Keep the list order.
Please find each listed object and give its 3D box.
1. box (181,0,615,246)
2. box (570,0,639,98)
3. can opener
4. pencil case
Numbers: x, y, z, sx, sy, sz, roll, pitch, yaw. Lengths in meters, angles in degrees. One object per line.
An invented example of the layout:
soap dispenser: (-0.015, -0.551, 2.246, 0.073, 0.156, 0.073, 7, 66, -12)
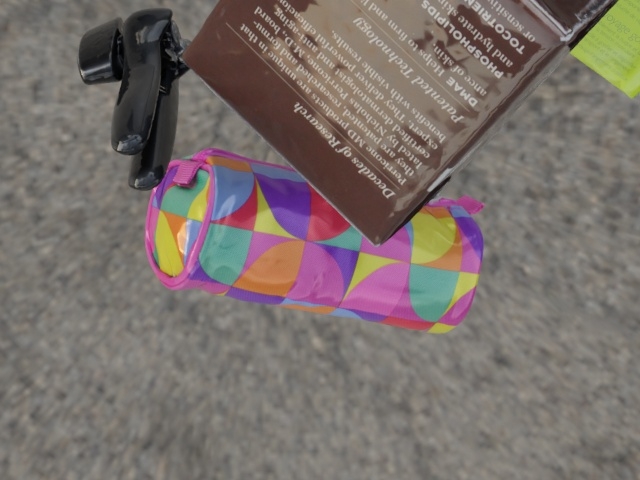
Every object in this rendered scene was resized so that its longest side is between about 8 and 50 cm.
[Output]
box: (0.062, -0.143, 0.934, 0.167, 0.168, 0.203, 43, 135, 3)
box: (0.225, -0.187, 1.052, 0.109, 0.042, 0.178, 31, 122, -21)
can opener: (-0.108, -0.086, 0.994, 0.073, 0.186, 0.059, -26, 125, 10)
pencil case: (0.000, 0.000, 1.102, 0.236, 0.104, 0.104, 9, 96, -32)
